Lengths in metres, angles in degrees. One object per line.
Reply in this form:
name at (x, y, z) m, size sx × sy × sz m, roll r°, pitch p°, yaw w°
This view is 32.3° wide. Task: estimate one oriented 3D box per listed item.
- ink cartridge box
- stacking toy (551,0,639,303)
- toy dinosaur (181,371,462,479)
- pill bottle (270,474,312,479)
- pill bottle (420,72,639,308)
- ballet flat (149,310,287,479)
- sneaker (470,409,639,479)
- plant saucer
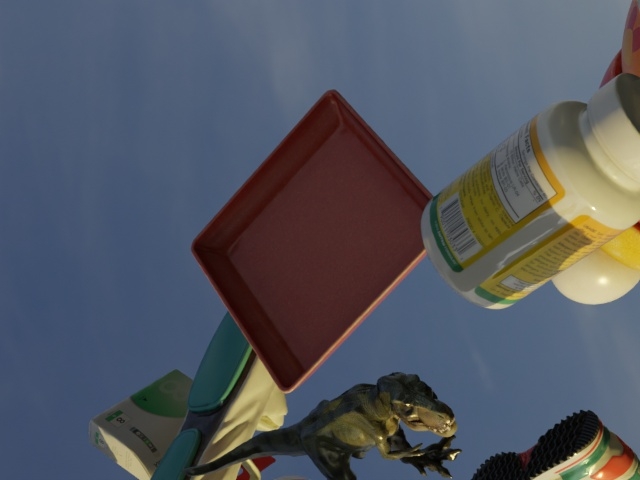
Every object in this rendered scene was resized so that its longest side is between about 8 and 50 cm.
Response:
ink cartridge box at (-0.204, 0.297, 1.649) m, size 0.181 × 0.224 × 0.056 m, roll -28°, pitch -46°, yaw -45°
stacking toy at (0.391, -0.071, 1.198) m, size 0.350 × 0.480 × 0.351 m, roll 13°, pitch -130°, yaw -15°
toy dinosaur at (0.023, 0.154, 0.805) m, size 0.118 × 0.268 × 0.064 m, roll 36°, pitch -132°, yaw -25°
pill bottle at (0.047, 0.503, 1.543) m, size 0.224 × 0.392 × 0.224 m, roll -14°, pitch -67°, yaw -38°
pill bottle at (0.190, -0.040, 0.897) m, size 0.117 × 0.208 × 0.118 m, roll 25°, pitch -136°, yaw -27°
ballet flat at (-0.120, 0.251, 1.433) m, size 0.139 × 0.139 × 0.400 m, roll 41°, pitch -119°, yaw -32°
sneaker at (0.173, 0.188, 0.822) m, size 0.075 × 0.161 × 0.057 m, roll 37°, pitch -136°, yaw -9°
plant saucer at (0.000, 0.000, 1.225) m, size 0.047 × 0.259 × 0.258 m, roll 29°, pitch -162°, yaw -48°
